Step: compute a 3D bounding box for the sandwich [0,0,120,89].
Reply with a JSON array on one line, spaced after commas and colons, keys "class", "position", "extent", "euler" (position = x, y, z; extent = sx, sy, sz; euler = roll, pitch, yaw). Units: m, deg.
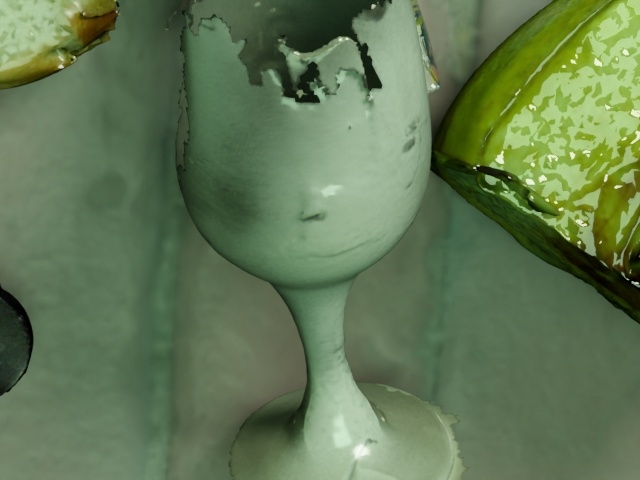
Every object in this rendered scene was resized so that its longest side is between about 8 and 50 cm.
[{"class": "sandwich", "position": [-0.124, -0.222, 0.958], "extent": [0.273, 0.095, 0.249], "euler": [-25, 109, -4]}]

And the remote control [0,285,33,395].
[{"class": "remote control", "position": [-0.260, -0.013, 1.010], "extent": [0.090, 0.066, 0.266], "euler": [-39, 115, 14]}]

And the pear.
[{"class": "pear", "position": [0.209, -0.083, 1.045], "extent": [0.238, 0.164, 0.255], "euler": [31, 92, -10]}]

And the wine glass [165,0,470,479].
[{"class": "wine glass", "position": [0.000, 0.000, 0.986], "extent": [0.143, 0.143, 0.321], "euler": [-13, 121, -9]}]

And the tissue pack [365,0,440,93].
[{"class": "tissue pack", "position": [0.035, -0.112, 1.031], "extent": [0.035, 0.083, 0.063], "euler": [-19, 108, -9]}]
